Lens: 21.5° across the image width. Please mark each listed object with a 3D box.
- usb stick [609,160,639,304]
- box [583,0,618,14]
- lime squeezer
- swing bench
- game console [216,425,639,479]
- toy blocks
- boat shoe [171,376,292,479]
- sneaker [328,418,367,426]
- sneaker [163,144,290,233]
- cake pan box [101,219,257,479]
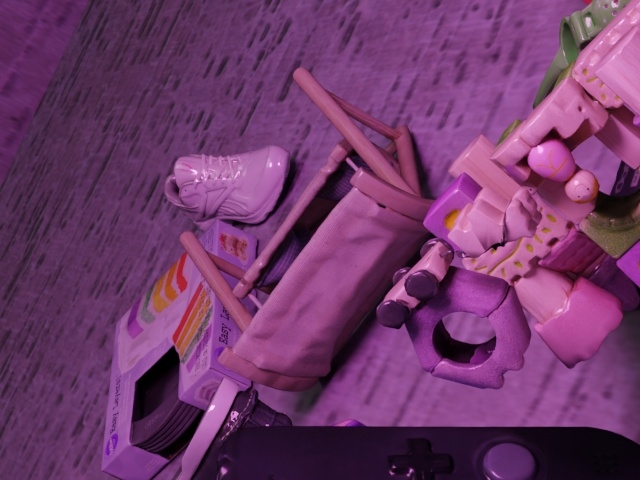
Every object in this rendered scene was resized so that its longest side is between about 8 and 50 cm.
[{"bbox_3d":[0.290,-0.071,1.454,0.077,0.045,0.278,-20,47,65],"label":"usb stick"},{"bbox_3d":[0.329,-0.342,1.540,0.300,0.142,0.154,-21,46,55],"label":"box"},{"bbox_3d":[0.266,-0.197,1.549,0.110,0.059,0.310,-24,-9,-45],"label":"lime squeezer"},{"bbox_3d":[0.000,0.000,1.798,0.253,0.165,0.255,-52,32,18],"label":"swing bench"},{"bbox_3d":[0.093,0.283,1.158,0.386,0.342,0.060,-90,6,-47],"label":"game console"},{"bbox_3d":[0.246,-0.007,1.213,0.288,0.260,0.309,-46,5,27],"label":"toy blocks"},{"bbox_3d":[-0.107,0.253,1.795,0.114,0.091,0.302,-62,-1,-31],"label":"boat shoe"},{"bbox_3d":[0.012,0.262,1.591,0.104,0.095,0.236,-33,36,33],"label":"sneaker"},{"bbox_3d":[-0.128,-0.073,2.160,0.232,0.115,0.090,-27,42,51],"label":"sneaker"},{"bbox_3d":[-0.174,0.143,2.087,0.246,0.070,0.267,-45,30,36],"label":"cake pan box"}]
